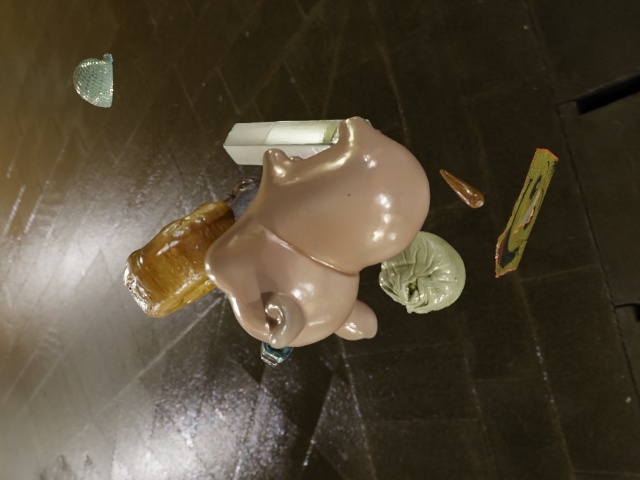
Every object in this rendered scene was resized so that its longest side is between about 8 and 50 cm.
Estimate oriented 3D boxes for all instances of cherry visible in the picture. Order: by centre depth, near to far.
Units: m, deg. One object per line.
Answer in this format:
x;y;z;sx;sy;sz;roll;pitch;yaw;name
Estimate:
-0.206;-0.089;1.876;0.140;0.176;0.176;20;113;58;cherry

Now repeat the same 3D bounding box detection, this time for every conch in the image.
-0.331;-0.233;0.945;0.076;0.057;0.085;69;154;18;conch

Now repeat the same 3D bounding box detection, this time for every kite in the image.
0.437;-0.071;1.348;0.013;0.327;0.377;24;147;27;kite

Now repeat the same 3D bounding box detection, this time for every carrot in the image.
0.374;-0.147;1.743;0.216;0.048;0.048;-125;44;-53;carrot

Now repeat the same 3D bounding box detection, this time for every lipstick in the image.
-0.051;-0.219;1.463;0.371;0.076;0.080;5;58;34;lipstick

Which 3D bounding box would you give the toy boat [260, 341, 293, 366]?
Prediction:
-0.071;0.175;1.183;0.059;0.140;0.066;33;107;-3;toy boat

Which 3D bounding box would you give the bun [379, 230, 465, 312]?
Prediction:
0.254;0.091;1.663;0.229;0.145;0.229;17;129;22;bun

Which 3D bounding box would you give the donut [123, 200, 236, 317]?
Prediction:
-0.224;0.034;1.084;0.114;0.226;0.226;54;134;4;donut

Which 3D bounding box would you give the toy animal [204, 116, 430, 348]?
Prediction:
0.000;0.000;0.864;0.326;0.237;0.269;-23;71;28;toy animal
